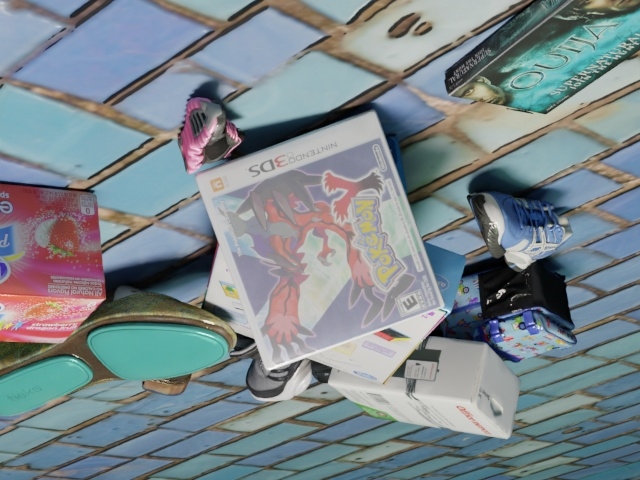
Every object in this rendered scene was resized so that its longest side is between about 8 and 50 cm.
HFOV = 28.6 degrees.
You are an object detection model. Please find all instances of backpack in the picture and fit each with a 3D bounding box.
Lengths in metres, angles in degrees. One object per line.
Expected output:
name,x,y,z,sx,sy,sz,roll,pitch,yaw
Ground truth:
backpack,0.231,0.097,1.651,0.173,0.117,0.158,-17,156,25

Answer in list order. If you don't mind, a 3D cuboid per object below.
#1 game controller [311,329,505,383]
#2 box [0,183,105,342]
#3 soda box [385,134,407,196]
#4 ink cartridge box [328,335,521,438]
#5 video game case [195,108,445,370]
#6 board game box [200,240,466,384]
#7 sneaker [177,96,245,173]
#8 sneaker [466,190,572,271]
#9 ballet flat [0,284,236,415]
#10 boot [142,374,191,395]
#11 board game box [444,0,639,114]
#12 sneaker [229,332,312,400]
game controller,0.141,0.162,1.832,0.319,0.067,0.166,-9,174,13
box,-0.353,0.021,1.221,0.257,0.123,0.128,5,153,-32
soda box,0.047,-0.032,1.327,0.071,0.067,0.210,-8,158,-3
ink cartridge box,0.139,0.185,1.641,0.208,0.087,0.153,5,158,30
video game case,0.000,0.000,1.192,0.183,0.201,0.023,-20,-175,1
board game box,0.000,0.055,1.364,0.242,0.064,0.316,20,158,-3
sneaker,-0.095,-0.100,1.145,0.057,0.047,0.119,-9,166,-17
sneaker,0.226,-0.023,1.424,0.081,0.080,0.211,-24,164,18
ballet flat,-0.261,0.115,1.496,0.348,0.123,0.123,-17,157,19
boot,-0.258,0.129,1.624,0.219,0.082,0.106,13,125,-26
board game box,0.214,-0.172,1.109,0.126,0.026,0.186,6,153,-33
sneaker,-0.073,0.132,1.639,0.153,0.101,0.268,5,148,-29
